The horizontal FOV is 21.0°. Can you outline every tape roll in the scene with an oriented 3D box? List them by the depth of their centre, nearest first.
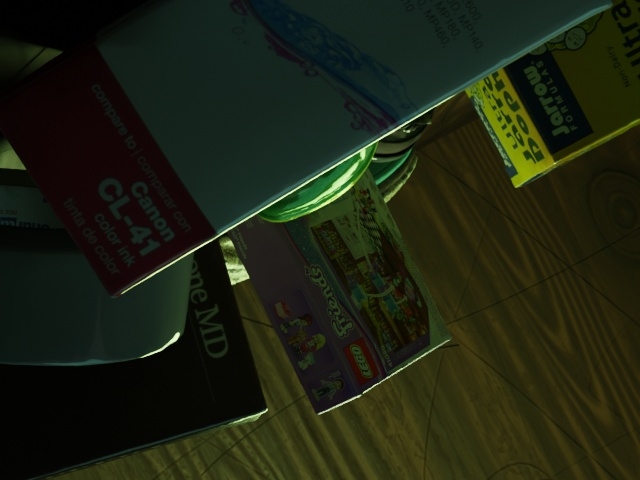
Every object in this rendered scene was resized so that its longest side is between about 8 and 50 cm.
[{"bbox_3d":[-0.190,0.012,1.089,0.219,0.072,0.219,7,-167,-1],"label":"tape roll"}]

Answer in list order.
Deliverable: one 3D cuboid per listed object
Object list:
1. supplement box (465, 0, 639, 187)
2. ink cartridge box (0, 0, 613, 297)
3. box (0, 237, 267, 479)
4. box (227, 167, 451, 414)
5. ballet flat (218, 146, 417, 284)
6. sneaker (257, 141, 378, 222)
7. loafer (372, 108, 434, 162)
[{"bbox_3d":[0.319,-0.227,1.726,0.356,0.194,0.195,-28,177,-7],"label":"supplement box"},{"bbox_3d":[-0.004,-0.115,0.963,0.306,0.131,0.226,-28,-172,11],"label":"ink cartridge box"},{"bbox_3d":[-0.245,0.092,1.265,0.381,0.191,0.143,-16,175,-8],"label":"box"},{"bbox_3d":[0.000,0.000,1.666,0.057,0.293,0.201,-27,178,32],"label":"box"},{"bbox_3d":[-0.094,-0.008,1.794,0.482,0.164,0.182,-23,139,-45],"label":"ballet flat"},{"bbox_3d":[0.029,-0.137,1.430,0.295,0.109,0.123,-46,165,17],"label":"sneaker"},{"bbox_3d":[0.053,-0.139,1.690,0.095,0.109,0.302,-35,171,30],"label":"loafer"}]
